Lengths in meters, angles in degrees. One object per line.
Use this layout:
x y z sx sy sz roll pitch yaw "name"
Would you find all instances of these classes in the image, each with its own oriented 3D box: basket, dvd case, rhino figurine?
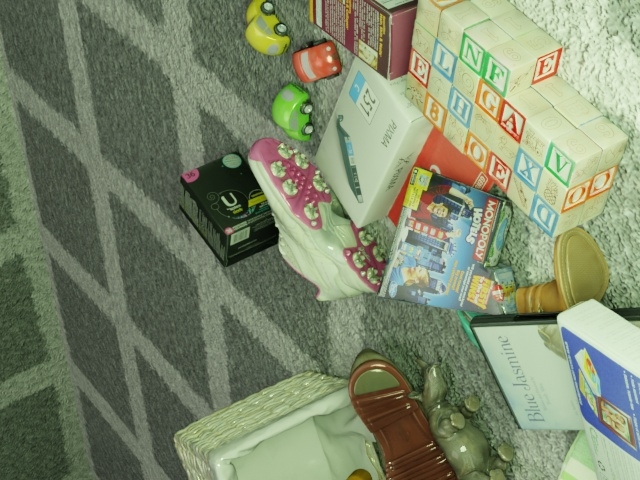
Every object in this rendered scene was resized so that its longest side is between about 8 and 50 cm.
-0.048 0.443 2.474 0.266 0.331 0.328 5 116 64 "basket"
0.323 0.165 1.727 0.253 0.022 0.180 -6 121 42 "dvd case"
0.208 0.287 2.139 0.243 0.073 0.106 57 151 19 "rhino figurine"

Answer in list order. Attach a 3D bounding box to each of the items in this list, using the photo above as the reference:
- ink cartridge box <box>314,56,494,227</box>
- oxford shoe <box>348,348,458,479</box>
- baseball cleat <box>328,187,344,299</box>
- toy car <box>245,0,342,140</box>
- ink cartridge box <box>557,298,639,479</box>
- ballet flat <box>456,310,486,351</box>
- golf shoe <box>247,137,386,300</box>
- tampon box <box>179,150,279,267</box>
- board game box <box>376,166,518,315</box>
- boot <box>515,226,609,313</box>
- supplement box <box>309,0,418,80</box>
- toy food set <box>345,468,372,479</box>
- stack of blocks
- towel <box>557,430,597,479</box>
0.111 -0.104 1.983 0.261 0.066 0.296 57 154 19 "ink cartridge box"
0.150 0.330 2.286 0.130 0.123 0.348 -93 -18 -73 "oxford shoe"
0.000 0.000 2.283 0.109 0.072 0.206 32 137 58 "baseball cleat"
-0.050 -0.248 2.175 0.239 0.053 0.225 41 145 41 "toy car"
0.403 0.252 1.564 0.307 0.072 0.304 38 150 56 "ink cartridge box"
0.279 0.164 1.906 0.247 0.083 0.087 52 176 25 "ballet flat"
-0.030 -0.021 2.149 0.140 0.115 0.306 -26 110 37 "golf shoe"
-0.163 -0.057 2.483 0.161 0.120 0.101 51 152 27 "tampon box"
0.193 0.020 1.871 0.194 0.060 0.194 23 106 28 "board game box"
0.302 0.069 1.769 0.152 0.073 0.197 17 125 62 "boot"
0.069 -0.311 1.858 0.188 0.080 0.104 43 147 38 "supplement box"
0.105 0.503 2.316 0.104 0.111 0.232 -8 -90 -77 "toy food set"
0.231 -0.167 1.668 0.297 0.087 0.171 48 150 31 "stack of blocks"
0.372 0.435 1.815 0.248 0.038 0.325 35 109 48 "towel"
